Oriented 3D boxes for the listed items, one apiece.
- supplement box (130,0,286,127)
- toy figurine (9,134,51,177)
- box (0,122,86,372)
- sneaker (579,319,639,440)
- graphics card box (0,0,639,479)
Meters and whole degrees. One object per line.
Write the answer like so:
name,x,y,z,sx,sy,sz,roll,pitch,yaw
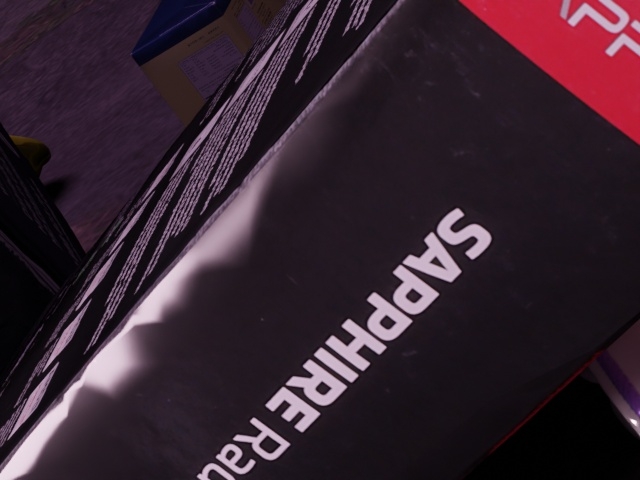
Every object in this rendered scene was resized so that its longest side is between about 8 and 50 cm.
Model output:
supplement box,-0.045,-0.095,1.020,0.056,0.083,0.083,-28,21,24
toy figurine,-0.322,0.050,1.112,0.363,0.217,0.191,3,-27,-38
box,-0.410,-0.001,0.714,0.480,0.472,0.297,-39,49,0
sneaker,0.126,-0.038,0.582,0.161,0.102,0.282,-31,20,25
graphics card box,0.000,0.000,0.550,0.371,0.094,0.233,-47,11,33
